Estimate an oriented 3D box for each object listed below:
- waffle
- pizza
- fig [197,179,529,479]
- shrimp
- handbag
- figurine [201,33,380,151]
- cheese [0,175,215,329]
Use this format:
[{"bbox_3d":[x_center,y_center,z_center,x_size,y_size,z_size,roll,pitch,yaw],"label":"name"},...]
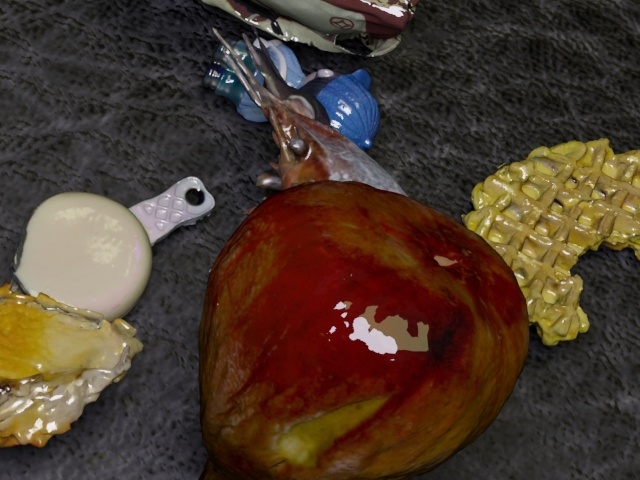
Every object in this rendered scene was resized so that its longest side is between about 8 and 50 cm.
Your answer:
[{"bbox_3d":[0.197,-0.003,1.127,0.194,0.051,0.149,-20,67,-28],"label":"waffle"},{"bbox_3d":[-0.257,0.097,0.894,0.297,0.071,0.189,-25,47,-26],"label":"pizza"},{"bbox_3d":[0.003,0.111,0.856,0.191,0.190,0.290,21,94,-7],"label":"fig"},{"bbox_3d":[0.007,-0.004,1.016,0.116,0.145,0.343,-18,75,-40],"label":"shrimp"},{"bbox_3d":[-0.033,-0.223,1.099,0.235,0.213,0.127,27,97,0],"label":"handbag"},{"bbox_3d":[-0.019,-0.109,1.100,0.136,0.079,0.077,24,99,-10],"label":"figurine"},{"bbox_3d":[-0.150,0.000,1.010,0.092,0.047,0.171,37,58,0],"label":"cheese"}]
